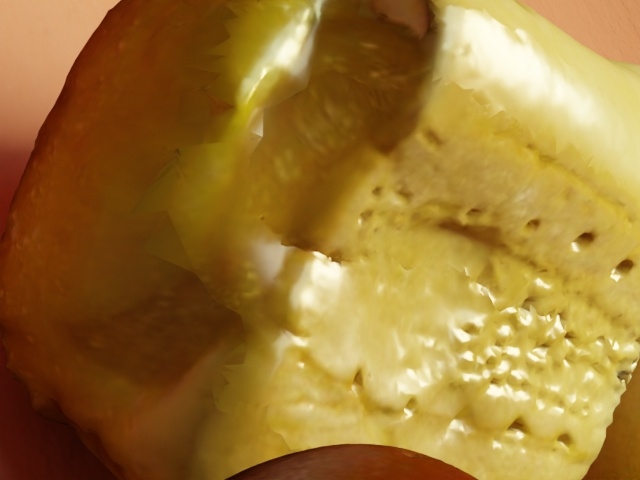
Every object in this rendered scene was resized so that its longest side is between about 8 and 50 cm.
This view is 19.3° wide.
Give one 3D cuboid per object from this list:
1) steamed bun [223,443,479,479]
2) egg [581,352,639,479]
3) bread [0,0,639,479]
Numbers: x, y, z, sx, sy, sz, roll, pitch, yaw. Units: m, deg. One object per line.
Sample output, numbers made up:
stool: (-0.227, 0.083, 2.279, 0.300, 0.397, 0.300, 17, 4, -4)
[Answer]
steamed bun: (-0.032, 0.288, 0.891, 0.235, 0.248, 0.379, -33, 126, -55)
egg: (0.285, 0.216, 1.411, 0.282, 0.282, 0.351, 47, 24, -27)
bread: (0.000, 0.000, 1.112, 0.394, 0.250, 0.361, 22, 92, -47)
